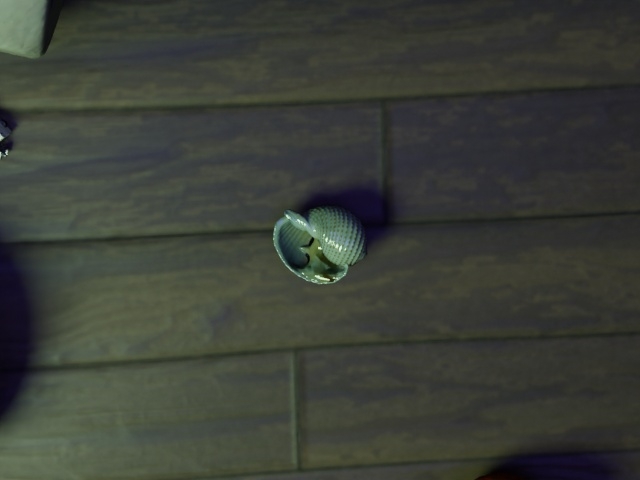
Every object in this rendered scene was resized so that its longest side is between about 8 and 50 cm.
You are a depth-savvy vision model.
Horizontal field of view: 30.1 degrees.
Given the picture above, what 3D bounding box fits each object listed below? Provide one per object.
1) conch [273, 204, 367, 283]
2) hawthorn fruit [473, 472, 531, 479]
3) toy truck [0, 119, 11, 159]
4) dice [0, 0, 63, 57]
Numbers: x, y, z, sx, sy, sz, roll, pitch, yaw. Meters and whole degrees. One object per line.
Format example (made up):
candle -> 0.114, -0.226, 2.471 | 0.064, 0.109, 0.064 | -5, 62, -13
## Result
conch -> 0.002, 0.000, 1.122 | 0.085, 0.056, 0.076 | 32, 113, 11
hawthorn fruit -> 0.172, 0.282, 1.140 | 0.140, 0.125, 0.125 | 33, 92, -10
toy truck -> -0.314, -0.111, 1.090 | 0.032, 0.024, 0.083 | -41, 98, 22
dice -> -0.310, -0.292, 0.953 | 0.243, 0.259, 0.251 | 14, 94, -9
